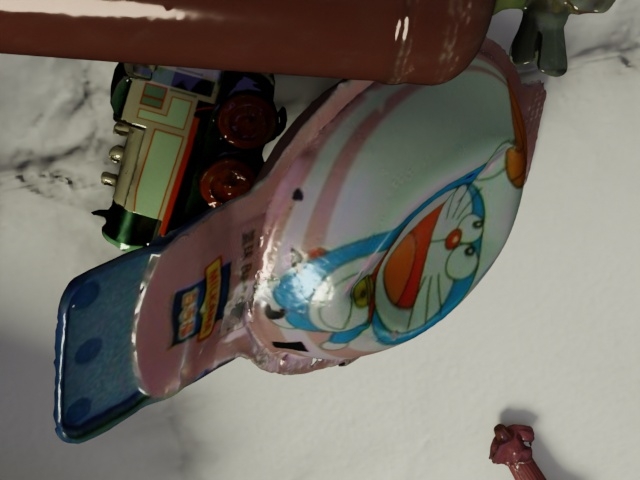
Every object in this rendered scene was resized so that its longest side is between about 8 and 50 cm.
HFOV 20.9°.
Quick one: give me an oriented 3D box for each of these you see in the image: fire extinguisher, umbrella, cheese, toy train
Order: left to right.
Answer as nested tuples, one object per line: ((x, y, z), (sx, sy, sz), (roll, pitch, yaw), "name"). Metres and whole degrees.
((-0.043, -0.096, 0.762), (0.085, 0.053, 0.249), (11, 116, -11), "toy train")
((-0.019, -0.135, 0.660), (0.337, 0.106, 0.147), (3, 107, -7), "fire extinguisher")
((0.000, 0.000, 0.765), (0.286, 0.074, 0.189), (-26, 139, -36), "cheese")
((0.133, 0.161, 0.969), (0.027, 0.025, 0.165), (-21, 121, 18), "umbrella")
